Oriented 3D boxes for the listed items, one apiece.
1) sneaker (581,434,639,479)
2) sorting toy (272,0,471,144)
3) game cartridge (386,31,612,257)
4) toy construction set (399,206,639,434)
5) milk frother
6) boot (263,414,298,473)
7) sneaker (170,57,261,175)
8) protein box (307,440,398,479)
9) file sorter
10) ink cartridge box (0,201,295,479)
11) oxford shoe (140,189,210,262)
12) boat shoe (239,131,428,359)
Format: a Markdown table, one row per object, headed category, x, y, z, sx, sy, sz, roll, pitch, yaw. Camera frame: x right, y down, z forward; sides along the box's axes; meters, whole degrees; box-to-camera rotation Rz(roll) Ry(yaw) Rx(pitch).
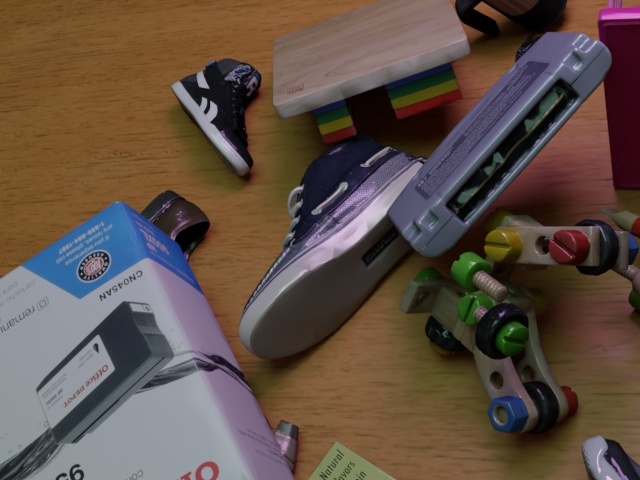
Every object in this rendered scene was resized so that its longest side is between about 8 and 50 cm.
| category | x | y | z | sx | sy | sz | roll | pitch | yaw |
| --- | --- | --- | --- | --- | --- | --- | --- | --- | --- |
| sneaker | 0.382 | 0.285 | 1.076 | 0.153 | 0.101 | 0.268 | -30 | 59 | -3 |
| sorting toy | 0.071 | -0.237 | 1.490 | 0.257 | 0.089 | 0.255 | -19 | 29 | 8 |
| game cartridge | 0.195 | -0.113 | 1.247 | 0.294 | 0.060 | 0.196 | -48 | 14 | 6 |
| toy construction set | 0.237 | 0.040 | 1.235 | 0.309 | 0.257 | 0.237 | -25 | 37 | -23 |
| milk frother | 0.271 | -0.314 | 1.486 | 0.129 | 0.135 | 0.143 | -53 | 48 | 19 |
| boot | -0.082 | 0.248 | 1.297 | 0.118 | 0.042 | 0.087 | 13 | 68 | 30 |
| sneaker | -0.125 | -0.195 | 1.579 | 0.121 | 0.079 | 0.217 | -35 | 52 | -4 |
| protein box | 0.052 | 0.356 | 1.117 | 0.201 | 0.136 | 0.200 | 28 | 71 | 31 |
| file sorter | 0.444 | -0.216 | 1.269 | 0.202 | 0.290 | 0.182 | 2 | 56 | 21 |
| ink cartridge box | -0.239 | 0.201 | 1.260 | 0.285 | 0.166 | 0.395 | -33 | 61 | 5 |
| oxford shoe | -0.232 | 0.039 | 1.463 | 0.096 | 0.083 | 0.227 | 29 | 74 | 23 |
| boat shoe | 0.000 | 0.000 | 1.394 | 0.340 | 0.127 | 0.158 | -39 | 47 | -18 |
